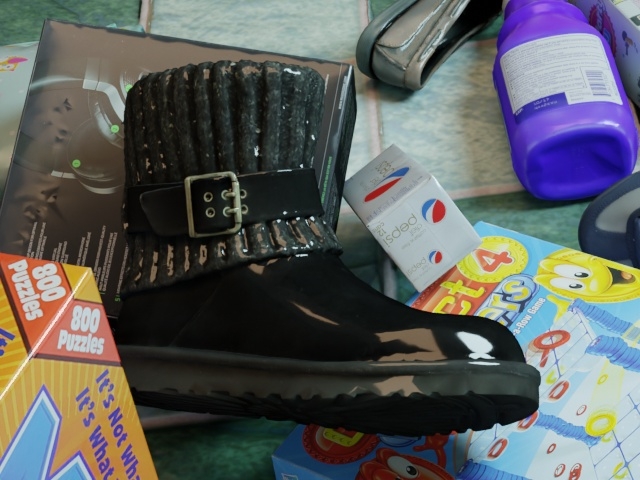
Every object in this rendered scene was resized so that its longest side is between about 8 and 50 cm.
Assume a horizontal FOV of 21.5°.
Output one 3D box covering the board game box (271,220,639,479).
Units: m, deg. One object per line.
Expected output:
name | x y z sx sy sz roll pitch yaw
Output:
board game box | 0.175 0.142 1.274 0.302 0.086 0.308 18 47 31

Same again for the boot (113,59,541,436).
boot | -0.002 -0.001 1.223 0.348 0.131 0.260 4 76 19

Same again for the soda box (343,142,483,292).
soda box | 0.072 -0.023 1.427 0.069 0.074 0.216 -38 11 2

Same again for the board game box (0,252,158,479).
board game box | -0.337 0.236 1.070 0.356 0.356 0.356 9 43 23

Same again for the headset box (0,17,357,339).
headset box | -0.128 -0.035 1.401 0.283 0.131 0.246 8 76 5

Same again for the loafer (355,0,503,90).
loafer | 0.156 -0.243 1.750 0.267 0.096 0.084 -41 53 -20

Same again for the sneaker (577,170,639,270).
sneaker | 0.324 -0.003 1.326 0.319 0.112 0.131 -7 16 41

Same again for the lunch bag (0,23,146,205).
lunch bag | -0.267 -0.102 1.624 0.223 0.160 0.262 -10 45 3

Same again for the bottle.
bottle | 0.225 -0.154 1.616 0.118 0.092 0.283 -11 39 4

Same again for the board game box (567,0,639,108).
board game box | 0.388 -0.230 1.667 0.224 0.097 0.303 -18 41 -10
